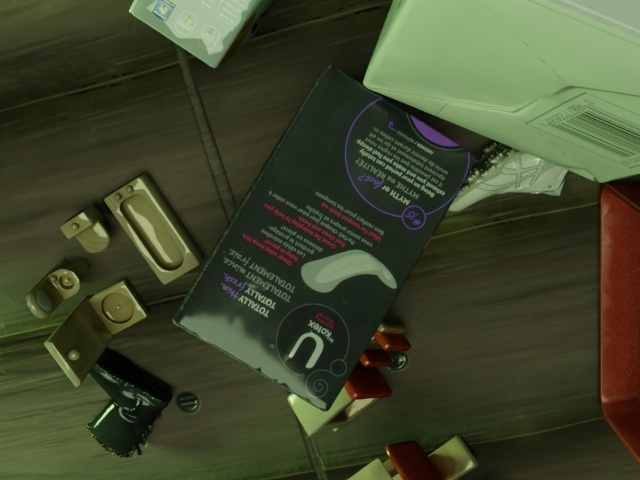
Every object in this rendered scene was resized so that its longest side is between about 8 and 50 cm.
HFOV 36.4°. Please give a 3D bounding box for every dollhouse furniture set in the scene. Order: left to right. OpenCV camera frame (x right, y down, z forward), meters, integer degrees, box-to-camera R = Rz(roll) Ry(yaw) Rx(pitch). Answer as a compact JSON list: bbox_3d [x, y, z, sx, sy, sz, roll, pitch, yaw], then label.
[{"bbox_3d":[-0.220,0.038,1.022,0.151,0.123,0.144,-29,104,16],"label":"dollhouse furniture set"},{"bbox_3d":[0.092,0.227,0.998,0.135,0.262,0.259,-40,69,16],"label":"dollhouse furniture set"}]

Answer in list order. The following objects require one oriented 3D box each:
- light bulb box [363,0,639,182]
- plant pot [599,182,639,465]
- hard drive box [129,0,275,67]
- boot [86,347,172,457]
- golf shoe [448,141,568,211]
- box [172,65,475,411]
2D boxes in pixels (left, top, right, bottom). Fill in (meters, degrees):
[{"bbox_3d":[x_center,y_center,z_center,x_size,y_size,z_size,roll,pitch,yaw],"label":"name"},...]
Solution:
[{"bbox_3d":[0.206,-0.255,0.634,0.225,0.358,0.360,22,88,-3],"label":"light bulb box"},{"bbox_3d":[0.421,0.092,0.904,0.236,0.267,0.267,-7,109,-3],"label":"plant pot"},{"bbox_3d":[-0.053,-0.284,0.855,0.089,0.181,0.232,33,111,-6],"label":"hard drive box"},{"bbox_3d":[-0.239,0.188,1.124,0.121,0.045,0.099,34,113,-6],"label":"boot"},{"bbox_3d":[0.202,-0.066,0.966,0.176,0.069,0.086,-33,109,18],"label":"golf shoe"},{"bbox_3d":[0.000,0.000,0.921,0.165,0.143,0.270,32,85,-3],"label":"box"}]
